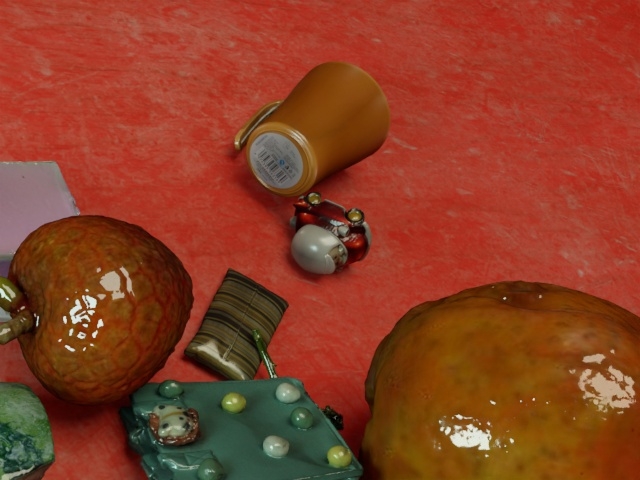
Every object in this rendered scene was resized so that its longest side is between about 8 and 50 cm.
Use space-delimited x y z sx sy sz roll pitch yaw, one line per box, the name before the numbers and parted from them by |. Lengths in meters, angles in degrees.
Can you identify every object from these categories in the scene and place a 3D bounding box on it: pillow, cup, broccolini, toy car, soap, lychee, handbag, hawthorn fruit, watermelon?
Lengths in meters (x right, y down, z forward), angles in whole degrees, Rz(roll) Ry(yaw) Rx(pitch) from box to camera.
pillow | -0.120 0.126 1.955 0.113 0.038 0.203 32 39 -7
cup | -0.027 -0.184 2.228 0.226 0.182 0.264 8 28 27
broccolini | -0.043 0.211 1.912 0.052 0.054 0.194 -43 93 -12
toy car | 0.000 0.000 2.126 0.139 0.112 0.112 30 55 17
soap | -0.464 -0.021 1.821 0.259 0.081 0.181 -5 53 -37
lychee | -0.301 0.090 1.709 0.300 0.255 0.255 -12 58 -27
handbag | -0.099 0.262 1.720 0.274 0.100 0.269 5 24 -27
hawthorn fruit | 0.273 0.253 1.813 0.471 0.472 0.472 20 42 -19
watermelon | -0.423 0.260 1.536 0.256 0.176 0.260 -18 56 0

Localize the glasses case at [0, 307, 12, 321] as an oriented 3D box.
glasses case | -0.445 0.093 1.768 0.083 0.021 0.032 4 47 -32
